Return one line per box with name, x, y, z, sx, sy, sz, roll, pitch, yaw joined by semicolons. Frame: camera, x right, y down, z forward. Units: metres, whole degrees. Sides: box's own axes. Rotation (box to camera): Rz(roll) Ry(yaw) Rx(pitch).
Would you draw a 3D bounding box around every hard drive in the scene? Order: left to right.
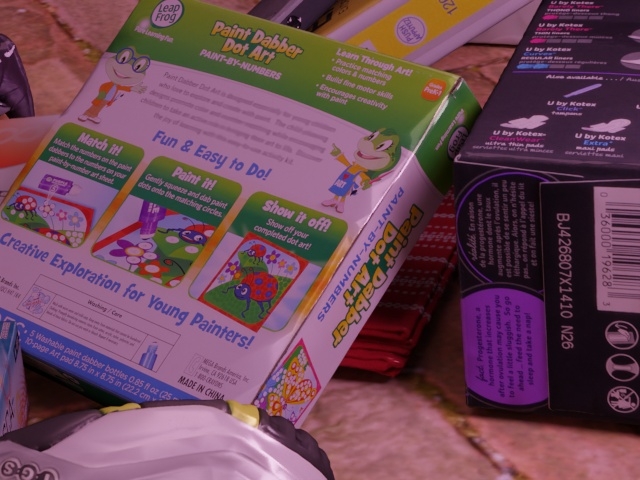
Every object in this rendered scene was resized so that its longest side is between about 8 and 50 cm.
hard drive;-0.006;-0.162;1.247;0.135;0.022;0.094;-46;15;-26

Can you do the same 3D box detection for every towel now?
towel;0.000;0.000;1.230;0.199;0.031;0.275;4;28;18

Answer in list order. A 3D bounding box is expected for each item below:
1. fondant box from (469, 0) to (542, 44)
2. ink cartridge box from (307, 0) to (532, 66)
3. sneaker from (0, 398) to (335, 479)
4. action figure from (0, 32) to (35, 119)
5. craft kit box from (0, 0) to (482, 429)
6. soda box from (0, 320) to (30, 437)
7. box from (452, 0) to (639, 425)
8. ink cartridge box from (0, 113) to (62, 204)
fondant box;0.232;-0.271;1.475;0.330;0.238;0.096;4;27;13
ink cartridge box;0.056;-0.175;1.317;0.307;0.072;0.303;-29;17;16
sneaker;-0.181;0.170;0.832;0.385;0.145;0.147;-11;54;8
action figure;-0.341;-0.073;1.345;0.185;0.099;0.285;30;46;35
craft kit box;-0.068;-0.015;1.115;0.250;0.061;0.246;21;73;37
soda box;-0.192;0.115;1.009;0.058;0.063;0.183;-4;29;0
box;0.179;-0.031;1.122;0.143;0.165;0.270;4;30;17
ink cartridge box;-0.162;-0.041;1.284;0.179;0.045;0.145;-7;27;18
